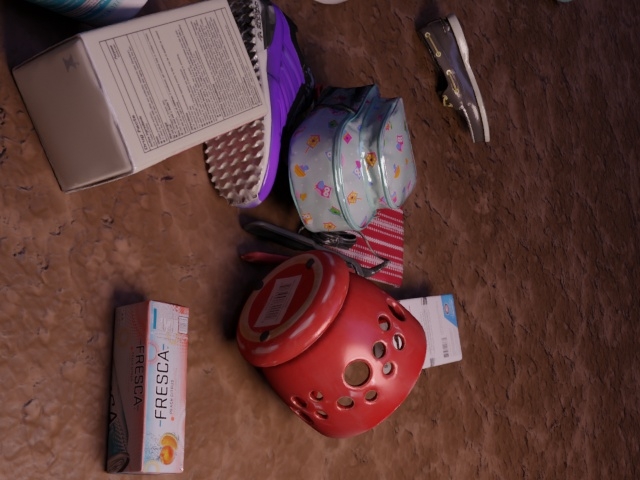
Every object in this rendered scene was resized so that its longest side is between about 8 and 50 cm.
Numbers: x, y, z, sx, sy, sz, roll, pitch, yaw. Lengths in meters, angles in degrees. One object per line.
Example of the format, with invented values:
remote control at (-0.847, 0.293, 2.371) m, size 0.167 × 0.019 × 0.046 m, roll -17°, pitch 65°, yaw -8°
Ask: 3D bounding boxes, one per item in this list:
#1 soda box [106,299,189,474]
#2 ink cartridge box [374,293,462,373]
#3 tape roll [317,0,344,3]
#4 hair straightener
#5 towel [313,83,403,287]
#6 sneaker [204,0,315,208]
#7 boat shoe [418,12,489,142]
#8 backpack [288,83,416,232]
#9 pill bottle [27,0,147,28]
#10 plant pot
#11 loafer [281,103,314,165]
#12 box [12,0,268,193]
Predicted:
soda box at (-0.185, 0.159, 1.046) m, size 0.058 × 0.063 × 0.183 m, roll 17°, pitch 67°, yaw -46°
ink cartridge box at (0.131, 0.138, 1.431) m, size 0.180 × 0.060 × 0.104 m, roll -1°, pitch 82°, yaw -50°
tape roll at (0.016, -0.501, 1.434) m, size 0.286 × 0.100 × 0.286 m, roll 16°, pitch 69°, yaw -47°
hair straightener at (0.000, 0.000, 1.287) m, size 0.231 × 0.047 × 0.089 m, roll 10°, pitch 74°, yaw -32°
towel at (0.056, -0.079, 1.424) m, size 0.199 × 0.031 × 0.274 m, roll 16°, pitch 68°, yaw -47°
sneaker at (-0.062, -0.177, 1.252) m, size 0.146 × 0.102 × 0.293 m, roll 16°, pitch 69°, yaw -48°
boat shoe at (0.231, -0.269, 1.657) m, size 0.081 × 0.069 × 0.227 m, roll -88°, pitch 158°, yaw -77°
backpack at (0.040, -0.100, 1.258) m, size 0.188 × 0.145 × 0.165 m, roll -48°, pitch 135°, yaw -46°
pill bottle at (-0.298, -0.319, 0.973) m, size 0.264 × 0.146 × 0.146 m, roll 13°, pitch 70°, yaw -48°
plant pot at (0.008, 0.119, 1.190) m, size 0.174 × 0.191 × 0.191 m, roll 46°, pitch 49°, yaw -29°
loafer at (-0.024, -0.154, 1.340) m, size 0.039 × 0.045 × 0.125 m, roll 31°, pitch 55°, yaw -50°
box at (-0.192, -0.164, 1.074) m, size 0.232 × 0.127 × 0.148 m, roll -32°, pitch 105°, yaw -49°
